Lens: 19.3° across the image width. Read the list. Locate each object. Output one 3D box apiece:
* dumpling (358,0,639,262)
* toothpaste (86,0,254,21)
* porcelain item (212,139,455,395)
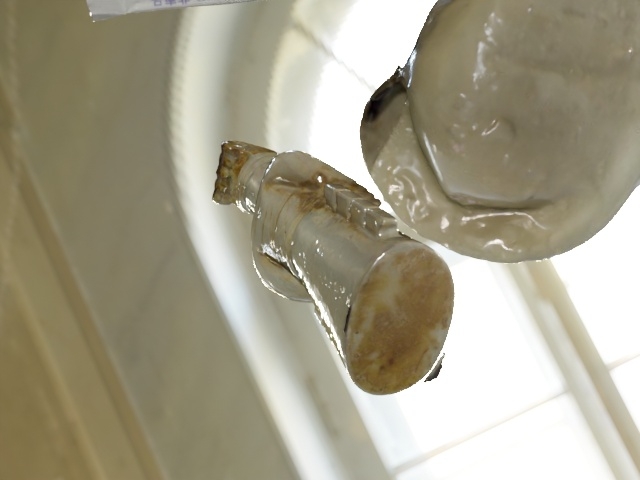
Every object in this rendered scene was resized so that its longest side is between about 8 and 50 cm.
[{"bbox_3d":[0.111,-0.074,0.970,0.176,0.150,0.092,-43,16,-15],"label":"dumpling"},{"bbox_3d":[-0.035,-0.213,1.339,0.282,0.068,0.099,-7,23,-14],"label":"toothpaste"},{"bbox_3d":[0.000,0.000,0.921,0.054,0.084,0.213,5,18,-23],"label":"porcelain item"}]
